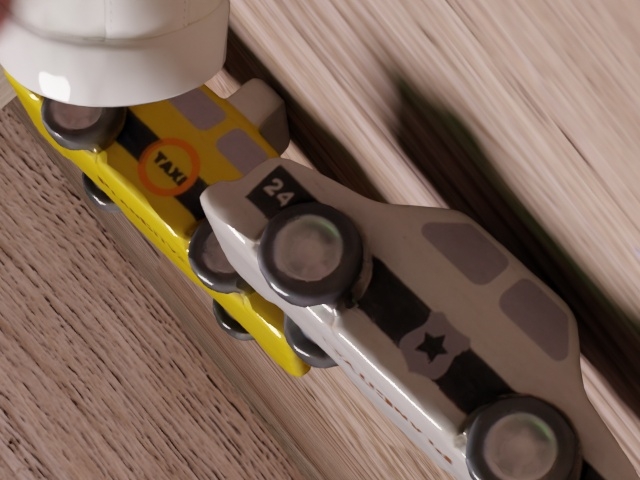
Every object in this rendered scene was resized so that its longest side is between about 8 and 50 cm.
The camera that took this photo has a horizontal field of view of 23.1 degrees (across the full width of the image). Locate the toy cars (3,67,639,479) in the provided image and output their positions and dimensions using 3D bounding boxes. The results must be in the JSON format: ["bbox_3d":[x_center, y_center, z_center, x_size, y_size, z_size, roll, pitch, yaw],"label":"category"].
[{"bbox_3d":[0.000,0.000,0.632,0.176,0.087,0.393,52,169,-34],"label":"toy cars"}]

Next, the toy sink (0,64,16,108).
[{"bbox_3d":[-0.238,-0.198,0.842,0.153,0.131,0.234,40,170,48],"label":"toy sink"}]

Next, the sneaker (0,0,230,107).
[{"bbox_3d":[-0.109,-0.166,0.540,0.290,0.106,0.123,45,144,43],"label":"sneaker"}]
